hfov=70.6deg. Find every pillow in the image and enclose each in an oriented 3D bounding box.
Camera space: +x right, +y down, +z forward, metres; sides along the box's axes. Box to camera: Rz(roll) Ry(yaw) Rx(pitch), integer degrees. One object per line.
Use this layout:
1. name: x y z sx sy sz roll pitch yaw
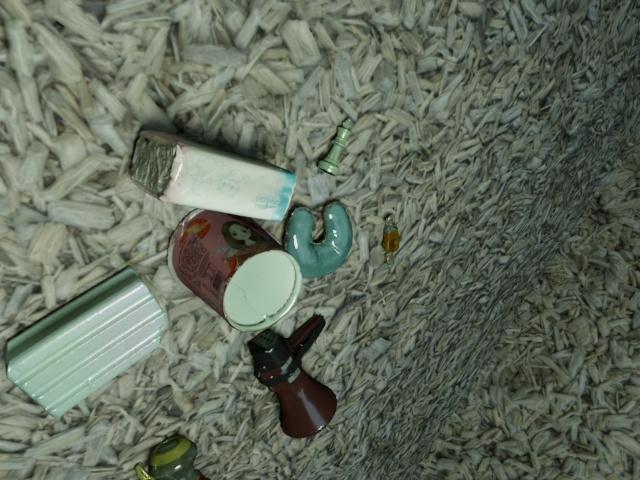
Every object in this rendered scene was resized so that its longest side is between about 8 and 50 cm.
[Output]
1. pillow: 0.000 0.000 1.231 0.233 0.086 0.214 -14 116 -37

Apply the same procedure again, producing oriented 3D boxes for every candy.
1. candy: 0.223 -0.001 1.446 0.053 0.046 0.182 -20 119 -28

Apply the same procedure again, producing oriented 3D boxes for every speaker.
1. speaker: -0.054 0.384 1.335 0.259 0.198 0.330 -25 119 -12

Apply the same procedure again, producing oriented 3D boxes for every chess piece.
1. chess piece: 0.044 -0.243 1.159 0.059 0.059 0.149 21 91 -45

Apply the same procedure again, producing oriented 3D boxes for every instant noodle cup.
1. instant noodle cup: -0.183 0.060 1.003 0.243 0.231 0.243 -19 123 -32

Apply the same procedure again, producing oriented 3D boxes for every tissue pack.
1. tissue pack: -0.210 -0.126 0.899 0.271 0.201 0.124 9 99 -43

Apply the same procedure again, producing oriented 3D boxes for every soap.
1. soap: -0.469 0.205 0.934 0.289 0.095 0.173 -36 131 -21

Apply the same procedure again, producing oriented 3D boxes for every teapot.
1. teapot: -0.399 0.597 1.192 0.165 0.130 0.119 -18 97 4

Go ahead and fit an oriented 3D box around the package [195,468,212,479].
1. package: -0.389 0.682 1.210 0.232 0.166 0.040 10 89 -47
